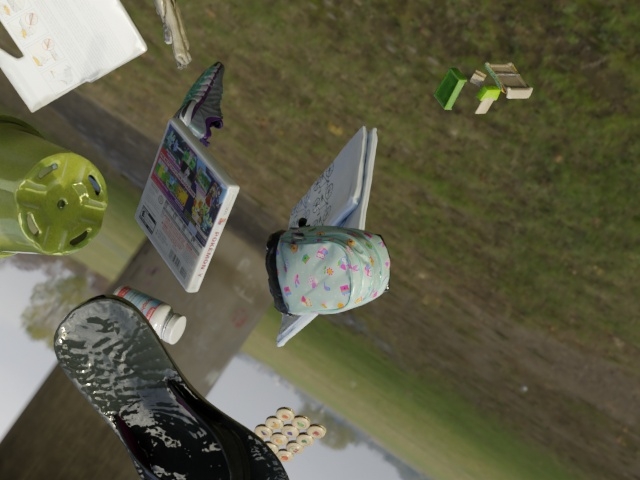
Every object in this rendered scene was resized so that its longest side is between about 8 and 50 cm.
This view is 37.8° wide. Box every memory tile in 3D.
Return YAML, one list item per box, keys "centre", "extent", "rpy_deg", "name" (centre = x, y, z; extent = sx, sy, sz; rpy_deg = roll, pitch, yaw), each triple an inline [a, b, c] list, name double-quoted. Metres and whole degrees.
- centre: [-0.071, 0.385, 1.839]
  extent: [0.113, 0.148, 0.012]
  rpy_deg: [32, -142, -18]
  name: "memory tile"

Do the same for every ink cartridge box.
- centre: [-0.473, -0.397, 1.625]
  extent: [0.275, 0.239, 0.060]
  rpy_deg: [61, -179, -29]
  name: "ink cartridge box"

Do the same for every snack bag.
- centre: [0.000, 0.000, 1.716]
  extent: [0.037, 0.343, 0.323]
  rpy_deg: [22, 145, -19]
  name: "snack bag"

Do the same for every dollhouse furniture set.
- centre: [0.262, -0.242, 1.501]
  extent: [0.151, 0.059, 0.076]
  rpy_deg: [-7, -129, -33]
  name: "dollhouse furniture set"

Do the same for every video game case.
- centre: [-0.202, -0.055, 1.382]
  extent: [0.023, 0.183, 0.201]
  rpy_deg: [3, -147, -39]
  name: "video game case"

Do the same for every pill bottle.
- centre: [-0.377, 0.164, 2.031]
  extent: [0.160, 0.087, 0.087]
  rpy_deg: [22, 169, 15]
  name: "pill bottle"

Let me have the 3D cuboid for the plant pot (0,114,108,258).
- centre: [-0.526, -0.081, 1.682]
  extent: [0.254, 0.276, 0.276]
  rpy_deg: [12, 158, 42]
  name: "plant pot"

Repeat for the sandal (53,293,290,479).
- centre: [-0.204, 0.274, 1.286]
  extent: [0.446, 0.167, 0.107]
  rpy_deg: [50, 180, -13]
  name: "sandal"

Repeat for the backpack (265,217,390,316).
- centre: [0.011, 0.047, 1.352]
  extent: [0.182, 0.115, 0.152]
  rpy_deg: [-4, 103, 37]
  name: "backpack"

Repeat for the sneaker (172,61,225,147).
- centre: [-0.247, -0.298, 2.058]
  extent: [0.098, 0.224, 0.083]
  rpy_deg: [41, 138, -20]
  name: "sneaker"

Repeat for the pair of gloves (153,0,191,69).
- centre: [-0.282, -0.419, 1.719]
  extent: [0.240, 0.042, 0.204]
  rpy_deg: [-120, 15, -82]
  name: "pair of gloves"
